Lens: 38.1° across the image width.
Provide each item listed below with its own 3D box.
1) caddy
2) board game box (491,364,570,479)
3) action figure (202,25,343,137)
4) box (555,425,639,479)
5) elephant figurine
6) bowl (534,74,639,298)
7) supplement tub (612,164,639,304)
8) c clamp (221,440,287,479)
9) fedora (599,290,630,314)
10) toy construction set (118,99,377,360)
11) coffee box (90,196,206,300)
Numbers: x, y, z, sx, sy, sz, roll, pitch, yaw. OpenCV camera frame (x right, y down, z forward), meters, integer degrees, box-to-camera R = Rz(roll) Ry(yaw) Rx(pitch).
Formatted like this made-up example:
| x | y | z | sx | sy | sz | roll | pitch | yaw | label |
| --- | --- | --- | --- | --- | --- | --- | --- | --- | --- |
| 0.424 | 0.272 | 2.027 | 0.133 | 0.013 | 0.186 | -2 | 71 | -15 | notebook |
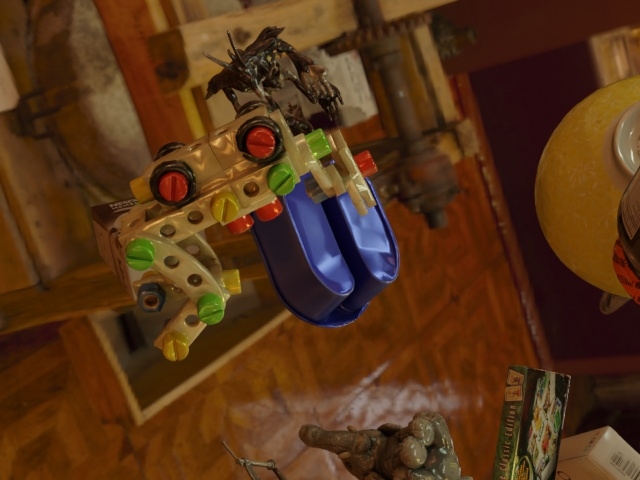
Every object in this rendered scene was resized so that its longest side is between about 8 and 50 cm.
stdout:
| x | y | z | sx | sy | sz | roll | pitch | yaw | label |
| --- | --- | --- | --- | --- | --- | --- | --- | --- | --- |
| 0.000 | 0.000 | 1.826 | 0.241 | 0.179 | 0.341 | -12 | 75 | -36 | caddy |
| 0.246 | 0.284 | 1.115 | 0.136 | 0.030 | 0.260 | 20 | 79 | -54 | board game box |
| -0.060 | -0.223 | 1.407 | 0.141 | 0.164 | 0.275 | 53 | 17 | 25 | action figure |
| 0.392 | 0.372 | 1.268 | 0.232 | 0.322 | 0.058 | 42 | 70 | 5 | box |
| 0.114 | 0.384 | 1.640 | 0.169 | 0.239 | 0.186 | -15 | 89 | -49 | elephant figurine |
| 0.396 | -0.084 | 1.081 | 0.156 | 0.289 | 0.290 | 52 | 39 | -68 | bowl |
| 0.262 | -0.035 | 0.581 | 0.190 | 0.117 | 0.117 | 101 | 11 | -51 | supplement tub |
| -0.117 | 0.463 | 1.870 | 0.137 | 0.022 | 0.160 | 48 | 9 | 36 | c clamp |
| 0.558 | -0.007 | 1.689 | 0.124 | 0.244 | 0.275 | 41 | 54 | 7 | fedora |
| -0.083 | -0.029 | 1.026 | 0.327 | 0.151 | 0.215 | -33 | 117 | -7 | toy construction set |
| -0.361 | 0.003 | 1.946 | 0.168 | 0.297 | 0.119 | -16 | 114 | -22 | coffee box |
